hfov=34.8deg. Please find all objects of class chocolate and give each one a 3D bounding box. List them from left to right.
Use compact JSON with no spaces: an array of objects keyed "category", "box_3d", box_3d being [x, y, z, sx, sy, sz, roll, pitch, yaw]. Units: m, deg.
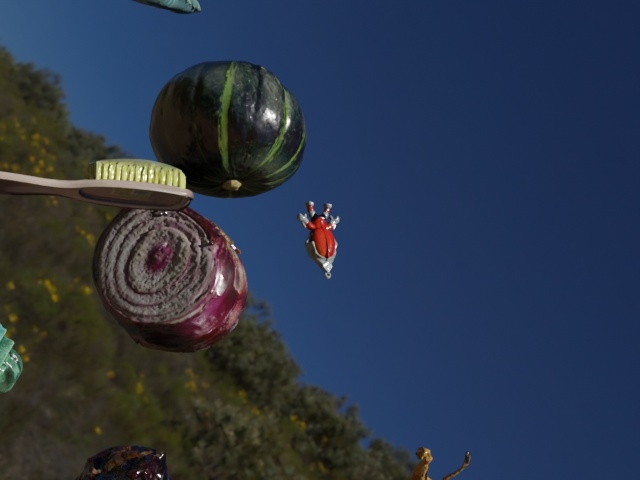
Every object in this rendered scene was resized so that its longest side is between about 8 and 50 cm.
[{"category":"chocolate","box_3d":[-0.405,0.498,2.125,0.206,0.224,0.177,34,-42,8]}]

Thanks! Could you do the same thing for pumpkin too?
[{"category":"pumpkin","box_3d":[-0.183,-0.215,2.041,0.323,0.323,0.241,116,-21,-64]}]

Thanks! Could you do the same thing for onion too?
[{"category":"onion","box_3d":[-0.289,0.091,2.057,0.337,0.282,0.260,34,-13,29]}]

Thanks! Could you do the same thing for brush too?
[{"category":"brush","box_3d":[-0.324,-0.083,1.363,0.072,0.313,0.067,130,-42,-56]}]

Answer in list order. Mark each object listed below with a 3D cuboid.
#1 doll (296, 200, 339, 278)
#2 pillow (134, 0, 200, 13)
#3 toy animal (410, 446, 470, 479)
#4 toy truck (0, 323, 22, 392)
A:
[{"category":"doll","box_3d":[-0.001,0.000,1.412,0.039,0.057,0.114,-20,-114,33]},{"category":"pillow","box_3d":[-0.314,-0.436,1.660,0.214,0.086,0.233,25,6,-39]},{"category":"toy animal","box_3d":[0.155,0.429,1.712,0.116,0.255,0.114,24,41,-53]},{"category":"toy truck","box_3d":[-0.567,0.244,1.533,0.156,0.279,0.155,32,23,-12]}]
